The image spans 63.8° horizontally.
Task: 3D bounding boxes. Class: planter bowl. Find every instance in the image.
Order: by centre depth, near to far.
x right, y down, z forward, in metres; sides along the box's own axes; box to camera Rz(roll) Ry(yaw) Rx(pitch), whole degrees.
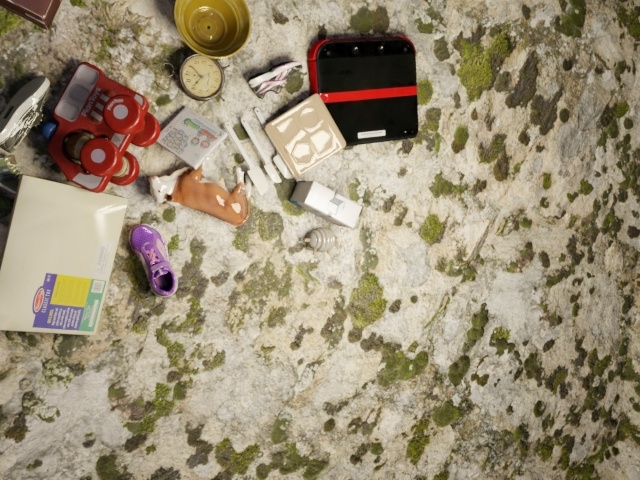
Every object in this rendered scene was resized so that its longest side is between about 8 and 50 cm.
[{"bbox_3d":[-0.314,-0.623,1.473,0.217,0.090,0.217,-2,96,-22],"label":"planter bowl"}]

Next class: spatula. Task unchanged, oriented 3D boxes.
[{"bbox_3d":[-0.186,-0.281,1.593,0.168,0.019,0.242,-37,104,-32],"label":"spatula"}]

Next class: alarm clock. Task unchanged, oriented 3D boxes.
[{"bbox_3d":[-0.365,-0.475,1.488,0.191,0.064,0.130,8,95,-26],"label":"alarm clock"}]

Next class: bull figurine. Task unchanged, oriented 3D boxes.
[{"bbox_3d":[-0.345,-0.157,1.522,0.310,0.101,0.189,23,87,-23],"label":"bull figurine"}]

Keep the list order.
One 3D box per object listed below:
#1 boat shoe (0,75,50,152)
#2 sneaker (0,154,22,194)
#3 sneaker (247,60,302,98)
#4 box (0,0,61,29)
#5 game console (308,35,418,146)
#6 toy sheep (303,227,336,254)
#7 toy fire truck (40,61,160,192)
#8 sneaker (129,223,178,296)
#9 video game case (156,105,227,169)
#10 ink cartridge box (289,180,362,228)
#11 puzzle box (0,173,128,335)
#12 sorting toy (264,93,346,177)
[{"bbox_3d":[-0.771,-0.330,1.342,0.219,0.077,0.070,-60,148,-15],"label":"boat shoe"},{"bbox_3d":[-0.818,-0.183,1.341,0.192,0.064,0.086,34,87,-21],"label":"sneaker"},{"bbox_3d":[-0.135,-0.496,1.588,0.178,0.072,0.077,-26,119,-9],"label":"sneaker"},{"bbox_3d":[-0.698,-0.752,1.273,0.191,0.143,0.382,25,86,-24],"label":"box"},{"bbox_3d":[0.152,-0.496,1.711,0.386,0.060,0.342,-11,107,-20],"label":"game console"},{"bbox_3d":[0.000,0.000,1.697,0.132,0.091,0.091,-6,100,-40],"label":"toy sheep"},{"bbox_3d":[-0.602,-0.296,1.382,0.253,0.169,0.302,28,88,3],"label":"toy fire truck"},{"bbox_3d":[-0.479,0.064,1.497,0.095,0.104,0.237,-24,105,-16],"label":"sneaker"},{"bbox_3d":[-0.373,-0.297,1.480,0.157,0.019,0.143,34,71,10],"label":"video game case"},{"bbox_3d":[0.015,-0.116,1.655,0.190,0.139,0.082,24,86,-24],"label":"ink cartridge box"},{"bbox_3d":[-0.709,0.050,1.394,0.272,0.052,0.409,14,92,-39],"label":"puzzle box"},{"bbox_3d":[-0.047,-0.331,1.631,0.208,0.038,0.193,-34,108,-7],"label":"sorting toy"}]
